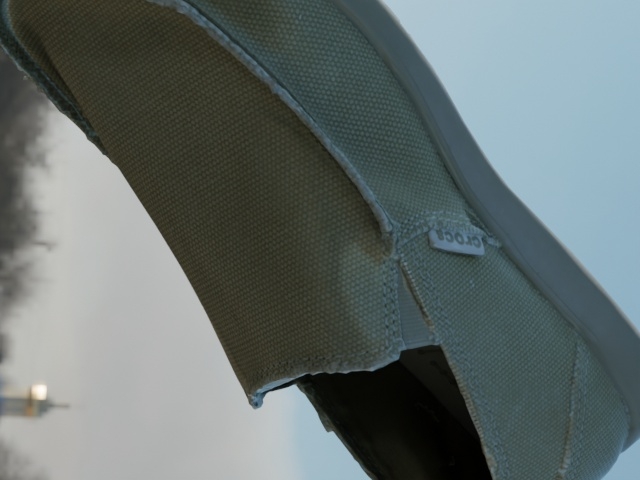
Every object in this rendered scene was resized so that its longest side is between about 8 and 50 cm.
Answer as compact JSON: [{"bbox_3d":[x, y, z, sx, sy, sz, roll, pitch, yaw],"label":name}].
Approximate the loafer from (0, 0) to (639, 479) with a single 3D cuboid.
[{"bbox_3d":[0.000,0.000,0.506,0.102,0.268,0.092,-25,-151,52],"label":"loafer"}]
